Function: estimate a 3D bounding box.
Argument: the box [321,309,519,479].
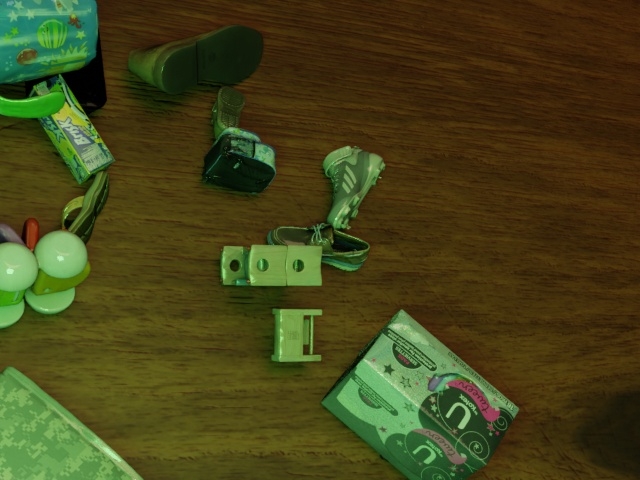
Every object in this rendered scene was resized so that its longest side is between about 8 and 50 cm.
[{"bbox_3d":[0.156,0.263,1.693,0.247,0.163,0.142,40,47,2],"label":"box"}]

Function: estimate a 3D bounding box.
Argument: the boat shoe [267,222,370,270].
[{"bbox_3d":[0.000,0.000,1.857,0.183,0.066,0.066,10,54,-22],"label":"boat shoe"}]

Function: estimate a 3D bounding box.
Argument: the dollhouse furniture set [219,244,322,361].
[{"bbox_3d":[-0.083,0.100,1.731,0.129,0.129,0.183,2,87,-26],"label":"dollhouse furniture set"}]

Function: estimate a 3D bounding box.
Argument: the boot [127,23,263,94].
[{"bbox_3d":[-0.224,-0.344,1.958,0.115,0.112,0.305,19,26,32],"label":"boot"}]

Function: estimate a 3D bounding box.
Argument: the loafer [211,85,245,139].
[{"bbox_3d":[-0.173,-0.230,1.939,0.056,0.050,0.148,26,34,-13],"label":"loafer"}]

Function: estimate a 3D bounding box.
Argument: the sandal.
[{"bbox_3d":[-0.381,-0.043,1.686,0.049,0.072,0.180,15,49,1],"label":"sandal"}]

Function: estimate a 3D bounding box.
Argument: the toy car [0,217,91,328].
[{"bbox_3d":[-0.432,0.032,1.542,0.182,0.159,0.136,-16,66,-35],"label":"toy car"}]

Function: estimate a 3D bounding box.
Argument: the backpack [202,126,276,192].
[{"bbox_3d":[-0.136,-0.140,1.857,0.114,0.105,0.084,17,53,-24],"label":"backpack"}]

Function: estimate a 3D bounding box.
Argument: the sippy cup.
[{"bbox_3d":[-0.474,-0.346,1.663,0.224,0.240,0.305,-9,101,-27],"label":"sippy cup"}]

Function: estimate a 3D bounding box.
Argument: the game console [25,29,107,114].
[{"bbox_3d":[-0.545,-0.313,1.800,0.361,0.044,0.213,3,57,-26],"label":"game console"}]

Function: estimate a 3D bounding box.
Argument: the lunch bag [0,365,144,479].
[{"bbox_3d":[-0.394,0.328,1.352,0.287,0.169,0.235,45,49,1],"label":"lunch bag"}]

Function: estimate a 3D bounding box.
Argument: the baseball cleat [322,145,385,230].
[{"bbox_3d":[0.038,-0.098,1.958,0.109,0.072,0.206,27,46,11],"label":"baseball cleat"}]

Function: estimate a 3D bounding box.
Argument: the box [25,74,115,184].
[{"bbox_3d":[-0.409,-0.181,1.741,0.054,0.059,0.169,-32,91,-33],"label":"box"}]
